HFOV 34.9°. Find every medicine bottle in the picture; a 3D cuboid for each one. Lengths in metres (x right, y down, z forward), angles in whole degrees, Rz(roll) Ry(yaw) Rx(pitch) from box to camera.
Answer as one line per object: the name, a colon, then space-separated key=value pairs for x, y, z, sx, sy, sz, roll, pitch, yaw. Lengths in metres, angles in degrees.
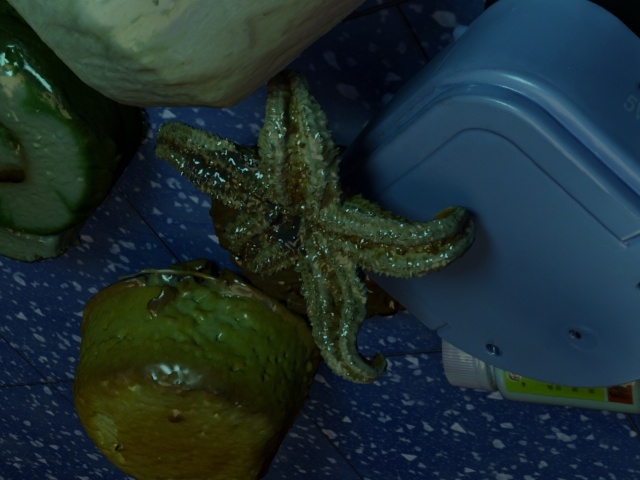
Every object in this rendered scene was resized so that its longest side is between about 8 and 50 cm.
medicine bottle: x=0.262 y=0.115 z=1.143 sx=0.225 sy=0.139 sz=0.139 roll=2 pitch=137 yaw=26

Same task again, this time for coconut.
coconut: x=-0.094 y=-0.269 z=0.775 sx=0.329 sy=0.329 sz=0.329 roll=15 pitch=141 yaw=13

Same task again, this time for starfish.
starfish: x=-0.016 y=-0.013 z=0.939 sx=0.312 sy=0.113 sz=0.303 roll=52 pitch=146 yaw=-6

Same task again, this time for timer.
timer: x=0.216 y=-0.022 z=0.951 sx=0.395 sy=0.173 sz=0.395 roll=26 pitch=148 yaw=18

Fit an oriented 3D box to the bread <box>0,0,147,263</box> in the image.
bread: x=-0.384 y=-0.123 z=1.222 sx=0.366 sy=0.129 sz=0.382 roll=2 pitch=137 yaw=25

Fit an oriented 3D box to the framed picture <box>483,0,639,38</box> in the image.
framed picture: x=0.301 y=-0.136 z=0.936 sx=0.324 sy=0.013 sz=0.244 roll=16 pitch=141 yaw=12

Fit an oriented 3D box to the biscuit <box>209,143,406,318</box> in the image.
biscuit: x=-0.001 y=0.001 z=1.205 sx=0.296 sy=0.075 sz=0.296 roll=15 pitch=141 yaw=12

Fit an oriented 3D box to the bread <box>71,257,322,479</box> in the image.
bread: x=-0.172 y=0.198 z=1.399 sx=0.337 sy=0.204 sz=0.358 roll=8 pitch=137 yaw=-5
